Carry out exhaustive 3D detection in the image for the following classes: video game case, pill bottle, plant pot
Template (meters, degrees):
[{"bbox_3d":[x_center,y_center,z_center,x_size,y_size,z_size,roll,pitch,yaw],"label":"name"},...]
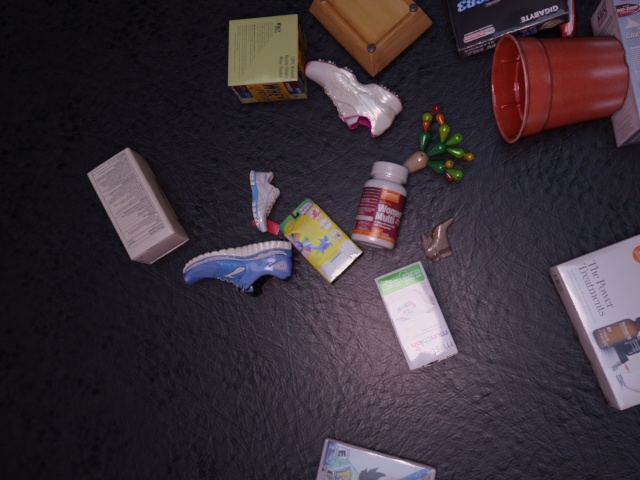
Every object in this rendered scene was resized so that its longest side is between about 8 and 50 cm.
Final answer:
[{"bbox_3d":[0.121,0.716,1.529,0.299,0.036,0.329,12,84,11],"label":"video game case"},{"bbox_3d":[0.165,-0.094,1.586,0.121,0.121,0.221,14,85,11],"label":"pill bottle"},{"bbox_3d":[0.606,-0.400,1.493,0.265,0.272,0.273,-7,81,1],"label":"plant pot"}]

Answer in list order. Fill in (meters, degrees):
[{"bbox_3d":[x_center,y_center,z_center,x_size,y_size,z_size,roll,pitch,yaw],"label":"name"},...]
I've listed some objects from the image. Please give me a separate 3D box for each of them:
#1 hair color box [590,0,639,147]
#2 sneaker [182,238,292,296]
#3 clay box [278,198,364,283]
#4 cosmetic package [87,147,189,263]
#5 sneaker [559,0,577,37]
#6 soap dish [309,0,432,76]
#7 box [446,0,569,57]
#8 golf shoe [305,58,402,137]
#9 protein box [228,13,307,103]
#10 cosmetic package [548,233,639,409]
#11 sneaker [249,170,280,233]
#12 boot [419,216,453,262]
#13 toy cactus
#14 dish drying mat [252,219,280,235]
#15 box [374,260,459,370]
[{"bbox_3d":[0.801,-0.447,1.489,0.113,0.185,0.375,-9,81,9],"label":"hair color box"},{"bbox_3d":[-0.232,0.091,1.624,0.330,0.130,0.147,-11,87,17],"label":"sneaker"},{"bbox_3d":[0.000,0.000,1.637,0.127,0.053,0.222,-44,76,3],"label":"clay box"},{"bbox_3d":[-0.527,-0.097,1.703,0.153,0.129,0.296,-30,78,3],"label":"cosmetic package"},{"bbox_3d":[0.633,-0.643,1.614,0.128,0.087,0.221,-4,83,27],"label":"sneaker"},{"bbox_3d":[0.138,-0.649,1.666,0.229,0.118,0.291,-42,79,2],"label":"soap dish"},{"bbox_3d":[0.495,-0.689,1.599,0.295,0.073,0.293,-13,80,25],"label":"box"},{"bbox_3d":[0.074,-0.402,1.650,0.306,0.115,0.140,30,92,13],"label":"golf shoe"},{"bbox_3d":[-0.148,-0.519,1.689,0.201,0.136,0.200,-2,82,10],"label":"protein box"},{"bbox_3d":[0.787,0.189,1.456,0.284,0.097,0.377,-22,79,4],"label":"cosmetic package"},{"bbox_3d":[-0.154,-0.114,1.669,0.082,0.071,0.191,-6,76,-1],"label":"sneaker"},{"bbox_3d":[0.330,0.001,1.590,0.118,0.042,0.087,-33,85,5],"label":"boot"},{"bbox_3d":[0.308,-0.244,1.606,0.180,0.112,0.219,-30,80,24],"label":"toy cactus"},{"bbox_3d":[-0.155,-0.044,1.693,0.083,0.008,0.032,23,86,11],"label":"dish drying mat"},{"bbox_3d":[0.244,0.186,1.464,0.126,0.262,0.231,-22,80,7],"label":"box"}]
